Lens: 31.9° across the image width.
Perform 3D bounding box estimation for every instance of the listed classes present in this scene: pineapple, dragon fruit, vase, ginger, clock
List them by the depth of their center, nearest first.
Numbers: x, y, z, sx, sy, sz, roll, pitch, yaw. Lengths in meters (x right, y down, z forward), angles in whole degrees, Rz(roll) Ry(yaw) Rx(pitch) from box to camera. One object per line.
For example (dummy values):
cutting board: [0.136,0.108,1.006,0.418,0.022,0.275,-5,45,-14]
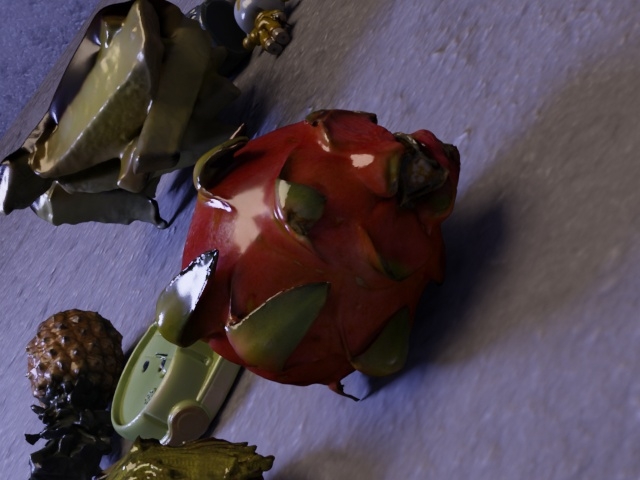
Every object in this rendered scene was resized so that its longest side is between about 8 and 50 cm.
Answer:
dragon fruit: [-0.004,0.003,0.874,0.224,0.224,0.227,-106,33,-60]
clock: [-0.160,0.156,1.171,0.170,0.069,0.232,-8,55,61]
pineapple: [-0.300,0.196,1.346,0.128,0.128,0.248,-47,30,25]
ginger: [-0.227,-0.121,1.478,0.358,0.211,0.413,-53,-14,-2]
vase: [-0.242,-0.273,1.759,0.301,0.156,0.251,-28,78,39]

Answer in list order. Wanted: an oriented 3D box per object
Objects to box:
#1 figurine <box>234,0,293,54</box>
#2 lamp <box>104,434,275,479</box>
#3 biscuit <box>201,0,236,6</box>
figurine: [-0.084,-0.314,1.606,0.101,0.068,0.143,-32,47,38]
lamp: [-0.117,0.232,0.911,0.156,0.135,0.157,-21,45,55]
biscuit: [-0.193,-0.356,1.882,0.061,0.055,0.219,24,83,56]
